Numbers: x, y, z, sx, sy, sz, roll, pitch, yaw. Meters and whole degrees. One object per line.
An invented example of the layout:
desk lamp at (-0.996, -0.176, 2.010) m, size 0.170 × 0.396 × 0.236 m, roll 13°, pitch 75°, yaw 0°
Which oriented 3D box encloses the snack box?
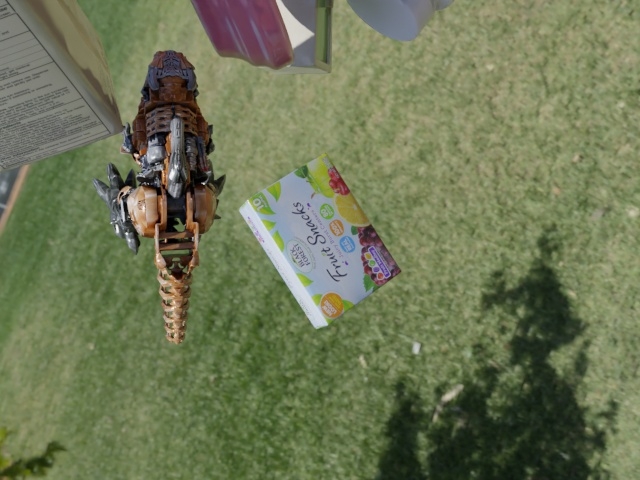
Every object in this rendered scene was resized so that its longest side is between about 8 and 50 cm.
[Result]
snack box at (0.000, 0.000, 0.825) m, size 0.100 × 0.141 × 0.037 m, roll -34°, pitch 1°, yaw -24°

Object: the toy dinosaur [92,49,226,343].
toy dinosaur at (-0.188, -0.052, 1.004) m, size 0.218 × 0.164 × 0.322 m, roll 178°, pitch 111°, yaw -73°

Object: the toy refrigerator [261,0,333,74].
toy refrigerator at (-0.030, -0.377, 1.196) m, size 0.102 × 0.094 × 0.270 m, roll -16°, pitch -73°, yaw -75°

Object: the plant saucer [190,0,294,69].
plant saucer at (-0.132, -0.341, 0.955) m, size 0.084 × 0.332 × 0.332 m, roll -25°, pitch 36°, yaw 0°

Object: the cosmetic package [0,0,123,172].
cosmetic package at (-0.304, -0.189, 0.767) m, size 0.296 × 0.153 × 0.129 m, roll 79°, pitch 174°, yaw -73°

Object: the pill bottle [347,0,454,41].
pill bottle at (0.165, -0.439, 1.225) m, size 0.283 × 0.160 × 0.160 m, roll -53°, pitch 26°, yaw -10°
